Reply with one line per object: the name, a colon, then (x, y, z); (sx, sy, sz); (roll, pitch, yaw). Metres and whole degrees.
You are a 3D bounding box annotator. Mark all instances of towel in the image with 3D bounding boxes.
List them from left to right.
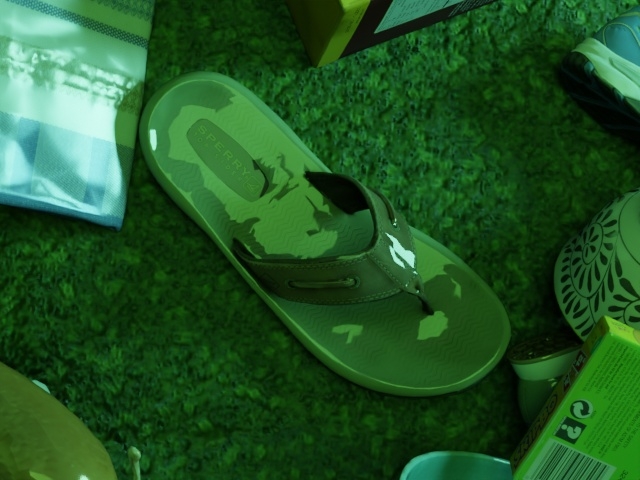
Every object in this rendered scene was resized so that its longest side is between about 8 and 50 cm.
towel: (-0.203, -0.162, 0.805); (0.209, 0.034, 0.284); (12, 79, -40)

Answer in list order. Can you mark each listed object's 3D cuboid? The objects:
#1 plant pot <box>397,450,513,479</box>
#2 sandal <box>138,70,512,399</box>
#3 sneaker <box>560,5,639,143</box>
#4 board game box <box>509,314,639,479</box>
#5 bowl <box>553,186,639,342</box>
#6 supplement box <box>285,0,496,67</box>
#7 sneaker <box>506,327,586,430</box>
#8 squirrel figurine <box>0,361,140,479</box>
plant pot: (0.133, 0.289, 0.732); (0.290, 0.290, 0.195); (26, 103, -5)
sandal: (-0.002, 0.000, 0.827); (0.303, 0.086, 0.120); (39, 78, -2)
sneaker: (0.279, -0.087, 0.891); (0.211, 0.080, 0.081); (43, 80, -2)
board game box: (0.268, 0.155, 0.800); (0.259, 0.039, 0.124); (26, 111, -6)
bowl: (0.250, 0.011, 0.830); (0.170, 0.080, 0.170); (1, 45, -1)
supplement box: (0.056, -0.256, 0.854); (0.194, 0.129, 0.191); (-21, 85, -12)
sneaker: (0.226, 0.099, 0.869); (0.192, 0.064, 0.086); (-13, 99, -16)
squirrel figurine: (-0.286, 0.124, 0.658); (0.397, 0.370, 0.281); (9, 80, 21)
